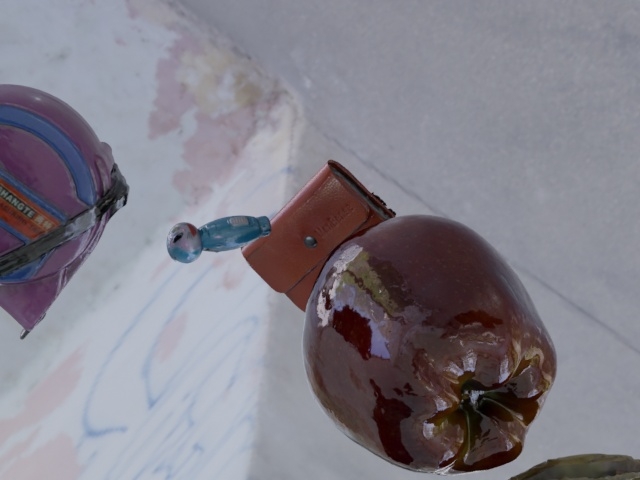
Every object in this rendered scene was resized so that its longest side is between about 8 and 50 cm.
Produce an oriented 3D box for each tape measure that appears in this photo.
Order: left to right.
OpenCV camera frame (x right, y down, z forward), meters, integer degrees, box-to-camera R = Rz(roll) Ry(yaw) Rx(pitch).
[{"bbox_3d":[-0.349,-0.049,1.186,0.231,0.245,0.149,40,-172,-13],"label":"tape measure"}]

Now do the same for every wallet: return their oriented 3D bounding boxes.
[{"bbox_3d":[0.000,0.000,1.477,0.142,0.045,0.204,43,121,-5],"label":"wallet"}]

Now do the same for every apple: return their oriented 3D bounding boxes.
[{"bbox_3d":[0.120,0.124,1.266,0.288,0.288,0.317,60,173,-33],"label":"apple"}]

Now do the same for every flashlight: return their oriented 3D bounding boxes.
[{"bbox_3d":[-0.125,-0.006,1.306,0.051,0.129,0.051,168,90,-72],"label":"flashlight"}]

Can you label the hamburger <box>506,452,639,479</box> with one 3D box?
[{"bbox_3d":[0.310,0.371,1.200,0.283,0.259,0.144,4,166,-9],"label":"hamburger"}]
